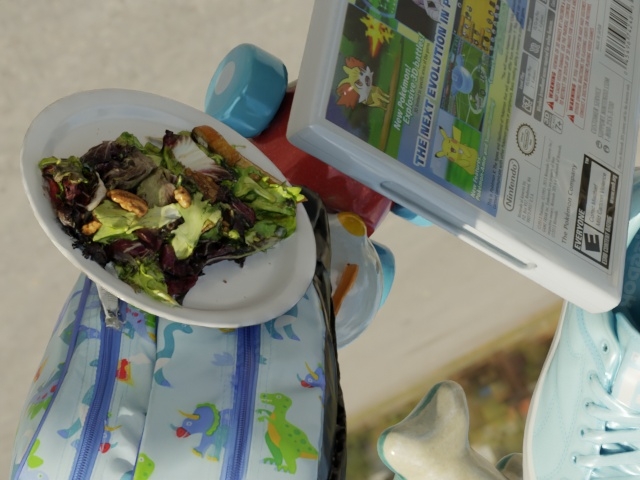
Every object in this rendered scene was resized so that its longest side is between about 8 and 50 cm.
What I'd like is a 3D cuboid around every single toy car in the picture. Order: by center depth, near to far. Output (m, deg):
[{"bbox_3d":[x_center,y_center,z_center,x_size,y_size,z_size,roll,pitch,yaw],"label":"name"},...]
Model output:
[{"bbox_3d":[0.000,0.000,1.451,0.210,0.219,0.238,-55,-153,21],"label":"toy car"}]

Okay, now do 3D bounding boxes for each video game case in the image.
[{"bbox_3d":[0.126,-0.147,1.391,0.300,0.329,0.036,29,146,-28],"label":"video game case"}]

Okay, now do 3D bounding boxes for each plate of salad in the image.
[{"bbox_3d":[-0.088,-0.029,1.142,0.200,0.200,0.048,-20,153,-47],"label":"plate of salad"}]

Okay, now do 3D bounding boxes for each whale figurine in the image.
[{"bbox_3d":[0.107,0.256,1.664,0.141,0.272,0.216,8,-142,46],"label":"whale figurine"}]

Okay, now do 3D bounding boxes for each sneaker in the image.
[{"bbox_3d":[0.241,0.117,1.483,0.135,0.366,0.150,5,178,0],"label":"sneaker"}]

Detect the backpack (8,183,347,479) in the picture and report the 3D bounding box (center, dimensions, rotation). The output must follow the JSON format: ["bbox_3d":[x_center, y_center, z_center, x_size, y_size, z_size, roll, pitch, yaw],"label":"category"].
[{"bbox_3d":[-0.091,0.148,1.193,0.273,0.355,0.290,9,119,-23],"label":"backpack"}]
